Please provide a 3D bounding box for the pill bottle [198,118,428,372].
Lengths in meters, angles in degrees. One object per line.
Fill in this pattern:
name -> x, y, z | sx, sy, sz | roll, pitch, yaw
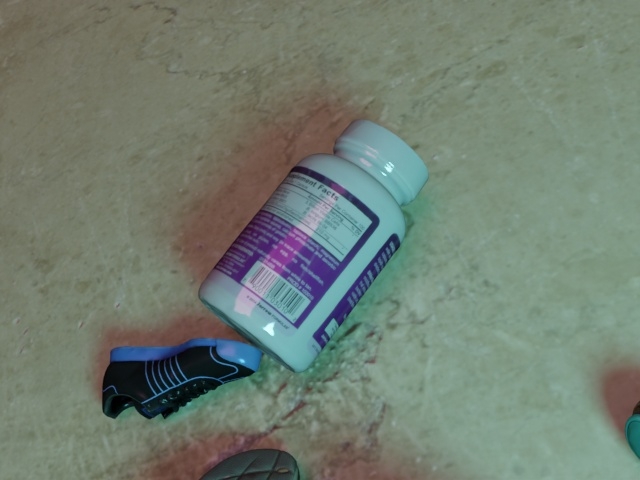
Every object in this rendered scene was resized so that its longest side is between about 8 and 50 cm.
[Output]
pill bottle -> 0.000, 0.000, 1.084 | 0.169, 0.169, 0.301 | 30, 75, 34

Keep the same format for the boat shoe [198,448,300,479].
boat shoe -> -0.113, 0.384, 0.924 | 0.132, 0.130, 0.355 | 5, 41, 24

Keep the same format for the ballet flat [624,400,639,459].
ballet flat -> 0.434, 0.261, 0.789 | 0.124, 0.116, 0.342 | -24, 48, -15

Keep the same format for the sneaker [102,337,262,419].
sneaker -> -0.181, 0.183, 1.115 | 0.232, 0.081, 0.090 | -9, 60, 27
